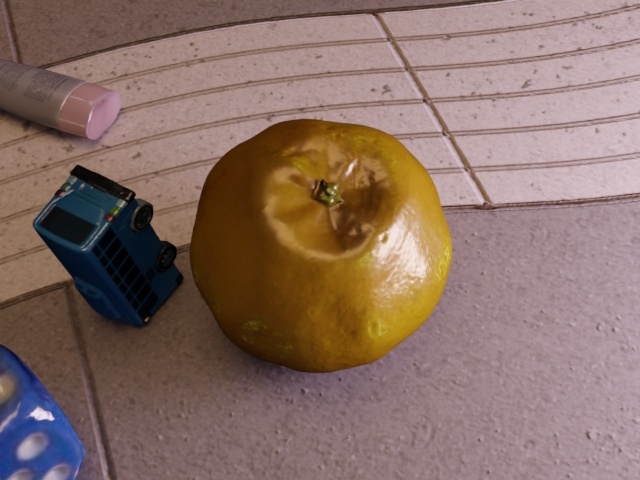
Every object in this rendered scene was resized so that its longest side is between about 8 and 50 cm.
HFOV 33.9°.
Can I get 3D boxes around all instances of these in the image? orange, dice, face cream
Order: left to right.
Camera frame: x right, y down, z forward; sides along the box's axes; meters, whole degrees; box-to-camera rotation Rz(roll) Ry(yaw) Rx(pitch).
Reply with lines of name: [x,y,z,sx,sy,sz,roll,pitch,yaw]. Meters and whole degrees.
dice: [-0.331,0.195,1.045,0.143,0.146,0.146,-40,52,-19]
face cream: [-0.370,-0.193,1.418,0.198,0.057,0.084,20,57,20]
orange: [0.000,0.000,1.094,0.279,0.235,0.279,-3,59,5]

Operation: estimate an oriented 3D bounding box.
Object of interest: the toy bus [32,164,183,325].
toy bus: [-0.229,0.013,1.154,0.090,0.184,0.106,23,66,25]
